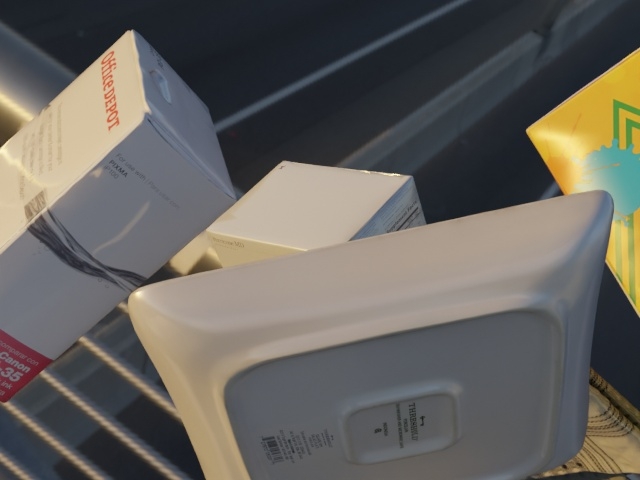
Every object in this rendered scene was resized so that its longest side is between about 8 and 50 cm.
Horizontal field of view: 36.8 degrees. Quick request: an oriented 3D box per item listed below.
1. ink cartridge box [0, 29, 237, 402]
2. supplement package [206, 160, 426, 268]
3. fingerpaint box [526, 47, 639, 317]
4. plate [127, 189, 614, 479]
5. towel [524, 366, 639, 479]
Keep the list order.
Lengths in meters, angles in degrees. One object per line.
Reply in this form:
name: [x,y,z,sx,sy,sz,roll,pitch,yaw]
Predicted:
ink cartridge box: [-0.224,-0.027,0.856,0.117,0.283,0.207,44,13,-32]
supplement package: [0.000,0.000,1.469,0.261,0.145,0.204,10,42,40]
fingerpaint box: [0.416,0.050,0.898,0.444,0.163,0.371,19,40,-56]
plate: [0.047,0.103,0.610,0.278,0.277,0.045,-11,48,0]
towel: [0.153,0.179,0.965,0.324,0.312,0.056,40,49,-30]
